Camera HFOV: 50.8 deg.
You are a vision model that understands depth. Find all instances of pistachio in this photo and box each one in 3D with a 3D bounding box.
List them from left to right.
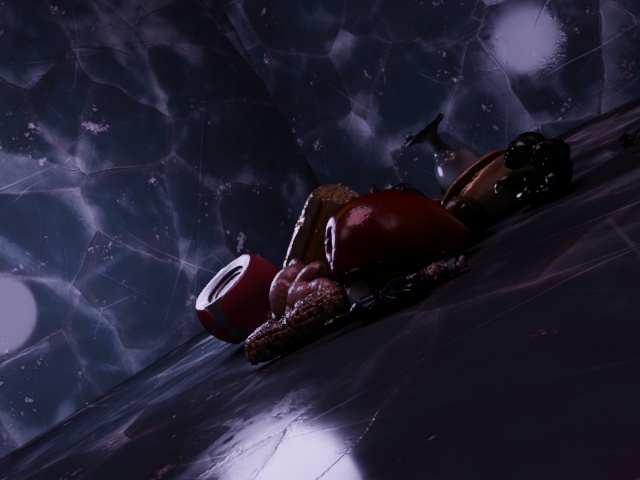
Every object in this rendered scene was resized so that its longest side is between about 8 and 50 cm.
[{"bbox_3d":[0.481,-0.143,1.877,0.299,0.188,0.187,-34,2,-5],"label":"pistachio"}]

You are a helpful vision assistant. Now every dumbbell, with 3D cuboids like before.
[{"bbox_3d":[0.847,-0.279,1.817,0.036,0.040,0.083,-64,15,-20],"label":"dumbbell"}]

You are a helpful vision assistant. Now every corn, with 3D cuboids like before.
[{"bbox_3d":[-0.059,0.200,1.590,0.289,0.098,0.098,-29,2,5],"label":"corn"}]

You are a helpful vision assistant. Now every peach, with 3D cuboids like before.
[{"bbox_3d":[0.170,-0.023,1.571,0.361,0.201,0.258,-14,-13,-6],"label":"peach"}]

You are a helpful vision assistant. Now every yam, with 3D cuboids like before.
[{"bbox_3d":[0.111,0.115,1.507,0.054,0.054,0.132,-28,-16,23],"label":"yam"}]

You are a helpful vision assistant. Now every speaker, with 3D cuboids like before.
[{"bbox_3d":[-0.255,0.188,2.137,0.294,0.294,0.294,-29,2,1],"label":"speaker"}]

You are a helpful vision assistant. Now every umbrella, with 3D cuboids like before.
[{"bbox_3d":[0.111,0.129,1.408,0.248,0.071,0.071,-27,3,29],"label":"umbrella"}]

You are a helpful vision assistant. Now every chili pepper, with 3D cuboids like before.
[{"bbox_3d":[0.531,-0.169,1.676,0.165,0.174,0.261,18,29,31],"label":"chili pepper"}]

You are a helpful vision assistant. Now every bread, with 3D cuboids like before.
[{"bbox_3d":[0.000,0.000,2.248,0.236,0.165,0.376,-34,-35,-64],"label":"bread"}]

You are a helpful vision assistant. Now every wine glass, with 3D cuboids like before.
[{"bbox_3d":[0.454,-0.250,2.292,0.190,0.357,0.190,-41,-1,-1],"label":"wine glass"}]

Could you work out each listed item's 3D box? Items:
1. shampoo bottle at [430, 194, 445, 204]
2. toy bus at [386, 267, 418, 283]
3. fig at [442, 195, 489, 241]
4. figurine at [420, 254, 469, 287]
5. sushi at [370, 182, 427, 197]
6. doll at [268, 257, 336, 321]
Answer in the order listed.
[{"bbox_3d":[0.397,-0.091,2.212,0.087,0.118,0.234,-26,2,16],"label":"shampoo bottle"},{"bbox_3d":[0.171,0.036,1.851,0.179,0.143,0.305,-32,3,-8],"label":"toy bus"},{"bbox_3d":[0.365,-0.049,1.700,0.123,0.123,0.156,-28,-10,17],"label":"fig"},{"bbox_3d":[0.256,0.061,1.402,0.105,0.047,0.060,-24,20,19],"label":"figurine"},{"bbox_3d":[0.250,-0.073,2.317,0.218,0.239,0.225,-33,-16,33],"label":"sushi"},{"bbox_3d":[-0.016,0.160,1.780,0.303,0.156,0.201,12,77,57],"label":"doll"}]
